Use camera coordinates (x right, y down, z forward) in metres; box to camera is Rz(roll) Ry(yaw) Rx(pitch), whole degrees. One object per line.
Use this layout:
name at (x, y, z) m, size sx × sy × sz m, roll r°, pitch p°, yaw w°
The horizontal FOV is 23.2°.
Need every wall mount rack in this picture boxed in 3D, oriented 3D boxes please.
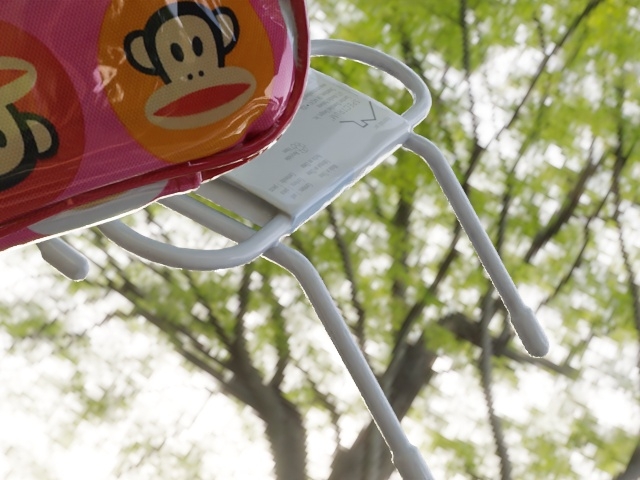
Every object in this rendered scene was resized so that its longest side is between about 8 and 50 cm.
wall mount rack at (0.000, 0.000, 1.010) m, size 0.304 × 0.350 × 0.130 m, roll 29°, pitch -56°, yaw 15°

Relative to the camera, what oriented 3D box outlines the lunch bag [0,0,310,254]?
lunch bag at (-0.164, -0.111, 0.490) m, size 0.120 × 0.293 × 0.258 m, roll -4°, pitch -76°, yaw 62°
